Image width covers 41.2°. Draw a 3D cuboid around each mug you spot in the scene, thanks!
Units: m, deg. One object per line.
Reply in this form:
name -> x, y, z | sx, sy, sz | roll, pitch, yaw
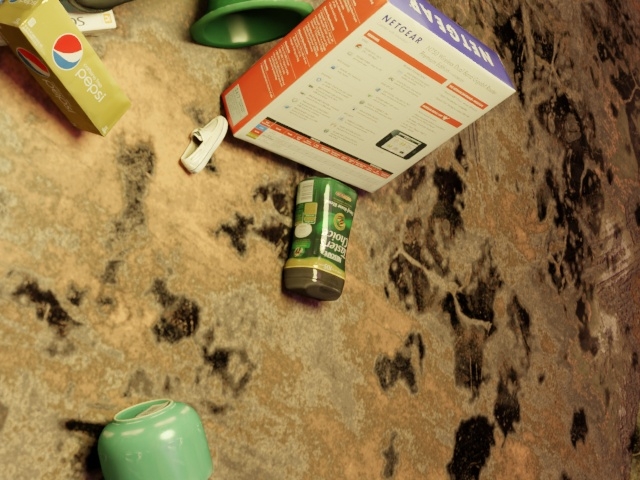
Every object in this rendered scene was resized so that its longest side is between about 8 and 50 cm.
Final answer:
mug -> -0.209, 0.251, 1.049 | 0.130, 0.158, 0.097 | -16, 97, -24

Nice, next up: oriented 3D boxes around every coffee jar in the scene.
coffee jar -> 0.000, 0.000, 1.333 | 0.096, 0.079, 0.184 | 24, 69, -45

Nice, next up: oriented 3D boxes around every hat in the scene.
hat -> -0.113, -0.382, 1.194 | 0.173, 0.208, 0.183 | -8, 87, -25

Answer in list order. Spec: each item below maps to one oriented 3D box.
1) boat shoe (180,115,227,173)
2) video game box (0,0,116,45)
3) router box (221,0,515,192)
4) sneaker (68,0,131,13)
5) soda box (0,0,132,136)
boat shoe -> -0.165, -0.141, 1.194 | 0.035, 0.035, 0.100 | 48, 60, -38
video game box -> -0.348, -0.335, 0.994 | 0.187, 0.048, 0.205 | -26, 106, -50
router box -> 0.078, -0.220, 1.274 | 0.336, 0.301, 0.082 | 19, 45, -47
sneaker -> -0.192, -0.370, 1.056 | 0.330, 0.146, 0.122 | -45, 123, -53
soda box -> -0.296, -0.203, 0.982 | 0.058, 0.061, 0.181 | -56, 145, -20
